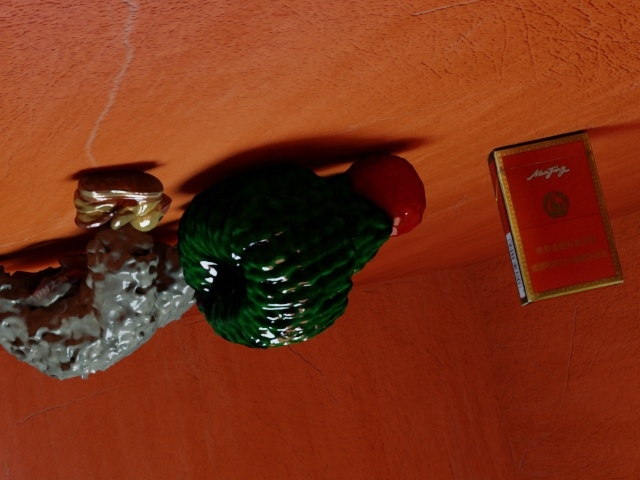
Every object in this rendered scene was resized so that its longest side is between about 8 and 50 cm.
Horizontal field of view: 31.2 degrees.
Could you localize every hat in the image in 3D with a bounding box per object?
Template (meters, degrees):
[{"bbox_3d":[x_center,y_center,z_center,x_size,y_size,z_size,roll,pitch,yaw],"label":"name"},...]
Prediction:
[{"bbox_3d":[0.000,0.000,1.508,0.332,0.242,0.274,-23,-164,-26],"label":"hat"}]

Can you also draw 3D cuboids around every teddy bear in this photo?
[{"bbox_3d":[-0.322,0.075,1.807,0.357,0.225,0.367,-17,-173,26],"label":"teddy bear"}]

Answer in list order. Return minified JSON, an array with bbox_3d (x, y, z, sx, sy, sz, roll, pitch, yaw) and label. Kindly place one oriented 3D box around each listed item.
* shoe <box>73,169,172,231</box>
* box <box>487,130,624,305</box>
[{"bbox_3d":[-0.232,-0.045,1.320,0.109,0.072,0.069,-12,137,-45],"label":"shoe"},{"bbox_3d":[0.357,-0.033,1.751,0.153,0.240,0.074,-12,173,2],"label":"box"}]
